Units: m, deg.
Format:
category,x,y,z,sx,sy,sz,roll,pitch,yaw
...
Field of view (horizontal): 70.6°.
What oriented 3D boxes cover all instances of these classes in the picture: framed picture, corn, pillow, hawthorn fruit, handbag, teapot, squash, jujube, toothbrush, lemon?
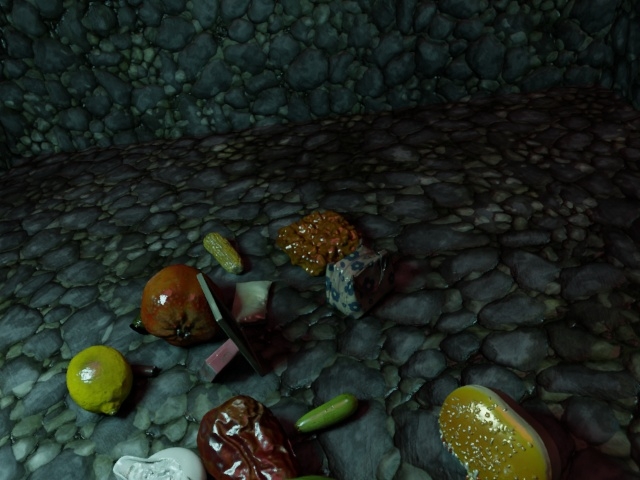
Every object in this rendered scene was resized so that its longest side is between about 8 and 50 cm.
category,x,y,z,sx,sy,sz,roll,pitch,yaw
framed picture,-0.287,0.274,1.457,0.020,0.324,0.240,-32,40,-9
corn,-0.414,0.055,1.950,0.101,0.101,0.292,-28,40,-22
pillow,-0.265,0.235,1.725,0.148,0.050,0.229,-3,35,2
hawthorn fruit,-0.488,0.207,1.625,0.287,0.287,0.330,-13,42,-3
handbag,0.141,0.128,1.647,0.190,0.193,0.251,30,53,35
teapot,-0.388,0.633,1.161,0.298,0.139,0.204,0,37,18
squash,0.018,0.500,1.300,0.201,0.066,0.066,-21,39,-13
jujube,-0.180,0.566,1.172,0.216,0.216,0.342,-33,55,-27
toothbrush,-0.735,0.448,1.567,0.364,0.040,0.041,-2,38,11
lemon,-0.701,0.442,1.443,0.188,0.188,0.256,-29,58,-22

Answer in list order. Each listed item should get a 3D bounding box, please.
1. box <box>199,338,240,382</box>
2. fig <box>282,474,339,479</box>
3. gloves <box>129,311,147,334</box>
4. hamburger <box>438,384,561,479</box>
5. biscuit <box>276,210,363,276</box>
category,x,y,z,sx,sy,sz,roll,pitch,yaw
box,-0.324,0.388,1.460,0.060,0.156,0.111,44,57,4
fig,0.007,0.636,0.934,0.316,0.316,0.316,-7,37,5
gloves,-0.621,0.243,1.747,0.107,0.135,0.268,45,55,-1
hamburger,0.423,0.491,1.094,0.151,0.227,0.295,-2,28,-29
biscuit,0.000,0.000,1.916,0.312,0.110,0.318,-28,41,-23
